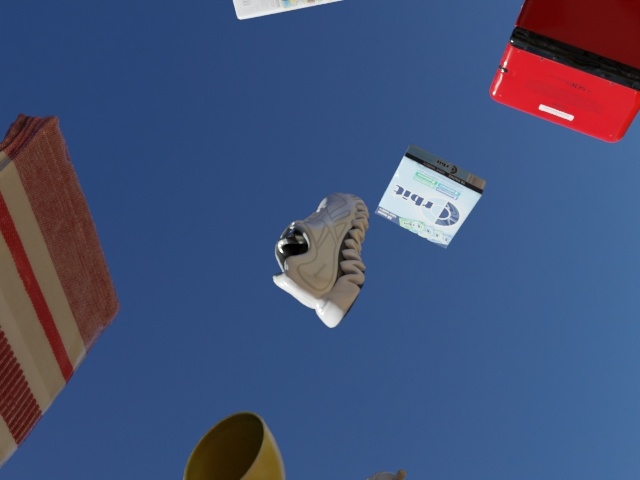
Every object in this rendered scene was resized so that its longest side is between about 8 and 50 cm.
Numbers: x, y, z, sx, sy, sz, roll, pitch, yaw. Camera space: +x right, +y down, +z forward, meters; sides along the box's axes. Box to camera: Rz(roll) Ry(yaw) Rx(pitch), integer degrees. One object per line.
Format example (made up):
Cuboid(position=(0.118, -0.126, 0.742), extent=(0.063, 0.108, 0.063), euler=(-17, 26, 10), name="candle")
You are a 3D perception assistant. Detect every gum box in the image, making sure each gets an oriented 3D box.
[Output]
Cuboid(position=(0.204, -0.081, 1.602), extent=(0.041, 0.157, 0.184), euler=(-62, -3, -36), name="gum box")

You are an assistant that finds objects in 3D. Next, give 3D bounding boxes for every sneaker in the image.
Cuboid(position=(0.000, 0.000, 1.235), extent=(0.118, 0.110, 0.292), euler=(26, -153, -10), name="sneaker")

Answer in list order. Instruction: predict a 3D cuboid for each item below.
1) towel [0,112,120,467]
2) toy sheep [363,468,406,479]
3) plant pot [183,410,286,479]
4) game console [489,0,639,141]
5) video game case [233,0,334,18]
Cuboid(position=(-0.269, 0.090, 0.627), extent=(0.237, 0.037, 0.329), euler=(85, -154, -44), name="towel")
Cuboid(position=(0.081, 0.350, 1.115), extent=(0.091, 0.091, 0.132), euler=(-13, -39, -54), name="toy sheep")
Cuboid(position=(-0.099, 0.310, 1.130), extent=(0.095, 0.134, 0.134), euler=(49, -130, -28), name="plant pot")
Cuboid(position=(0.260, -0.186, 0.852), extent=(0.124, 0.144, 0.085), euler=(102, -168, -53), name="game console")
Cuboid(position=(-0.050, -0.415, 1.099), extent=(0.026, 0.206, 0.227), euler=(-37, -60, -50), name="video game case")
